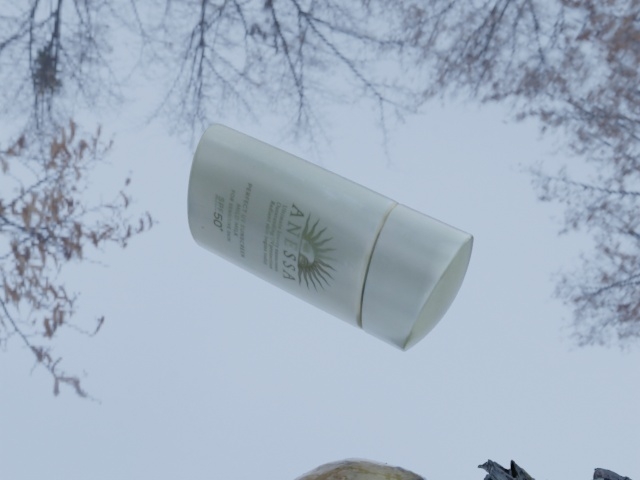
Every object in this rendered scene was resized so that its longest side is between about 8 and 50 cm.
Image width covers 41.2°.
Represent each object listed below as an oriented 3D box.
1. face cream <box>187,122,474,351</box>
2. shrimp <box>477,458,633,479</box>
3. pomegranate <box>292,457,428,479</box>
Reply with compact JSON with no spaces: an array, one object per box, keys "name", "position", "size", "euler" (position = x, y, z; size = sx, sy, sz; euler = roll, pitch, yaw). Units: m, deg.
[{"name":"face cream","position":[0.000,0.000,0.974],"size":[0.349,0.173,0.081],"euler":[26,-144,25]},{"name":"shrimp","position":[0.172,0.180,0.561],"size":[0.161,0.091,0.034],"euler":[41,-168,-15]},{"name":"pomegranate","position":[0.063,0.440,1.104],"size":[0.322,0.322,0.322],"euler":[10,-134,-11]}]
